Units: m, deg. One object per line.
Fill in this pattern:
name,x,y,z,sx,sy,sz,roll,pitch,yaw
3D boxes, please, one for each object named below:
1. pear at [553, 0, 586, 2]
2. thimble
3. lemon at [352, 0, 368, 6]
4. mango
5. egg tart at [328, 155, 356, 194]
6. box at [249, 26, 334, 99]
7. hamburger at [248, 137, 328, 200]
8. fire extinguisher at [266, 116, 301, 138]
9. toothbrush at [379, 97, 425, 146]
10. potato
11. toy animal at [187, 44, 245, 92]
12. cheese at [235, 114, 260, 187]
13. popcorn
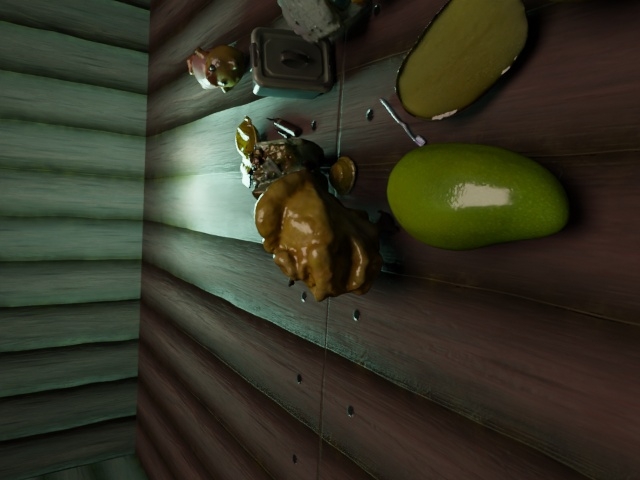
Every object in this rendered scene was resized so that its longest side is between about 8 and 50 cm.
pear,0.349,-0.462,0.586,0.314,0.314,0.314,-1,88,55
thimble,0.004,-0.616,1.161,0.172,0.204,0.250,9,96,54
lemon,0.118,-0.634,1.014,0.187,0.186,0.244,61,139,36
mango,0.259,-0.072,0.826,0.343,0.156,0.192,18,105,53
egg tart,0.052,-0.168,1.231,0.105,0.039,0.105,2,93,54
box,-0.082,-0.472,1.282,0.130,0.227,0.162,162,105,-71
hamburger,-0.064,-0.172,1.253,0.192,0.288,0.168,-5,81,22
fire extinguisher,-0.111,-0.350,1.482,0.173,0.035,0.049,40,159,48
toothbrush,0.181,-0.270,1.067,0.019,0.013,0.193,-56,47,30
potato,0.257,-0.347,0.870,0.272,0.160,0.111,-50,8,40
toy animal,-0.372,-0.641,1.760,0.169,0.195,0.281,-46,34,-8
cheese,-0.256,-0.311,1.659,0.156,0.064,0.250,43,133,48
popcorn,0.000,0.000,1.080,0.316,0.297,0.281,40,110,11
